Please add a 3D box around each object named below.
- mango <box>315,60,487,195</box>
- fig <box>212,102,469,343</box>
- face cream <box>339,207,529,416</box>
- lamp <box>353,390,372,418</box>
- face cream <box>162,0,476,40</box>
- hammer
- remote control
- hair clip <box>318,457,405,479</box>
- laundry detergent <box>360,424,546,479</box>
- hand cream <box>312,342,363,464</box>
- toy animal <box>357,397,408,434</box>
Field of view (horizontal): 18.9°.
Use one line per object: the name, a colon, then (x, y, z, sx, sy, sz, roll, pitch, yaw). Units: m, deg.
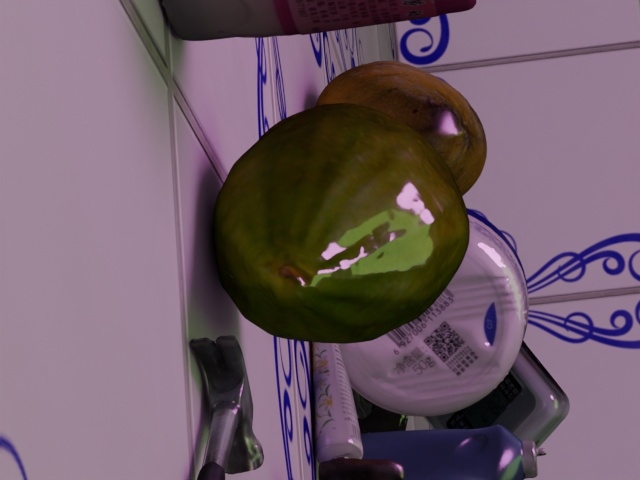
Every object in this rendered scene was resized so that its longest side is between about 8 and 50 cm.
mango: (0.079, -0.105, 2.026, 0.329, 0.177, 0.175, -35, 106, -79)
fig: (0.003, 0.007, 1.290, 0.233, 0.167, 0.167, -56, 145, -45)
face cream: (0.103, 0.068, 1.906, 0.111, 0.206, 0.206, -64, 147, -77)
lamp: (0.064, 0.090, 2.292, 0.269, 0.047, 0.266, 65, 19, -72)
face cream: (-0.006, -0.219, 1.223, 0.175, 0.195, 0.175, -8, 90, -84)
hammer: (-0.064, 0.137, 1.089, 0.246, 0.029, 0.103, -79, 162, -67)
remote control: (0.134, 0.110, 2.031, 0.056, 0.140, 0.296, 9, 37, -53)
hair clip: (0.028, 0.254, 1.581, 0.331, 0.085, 0.101, 86, 1, -74)
laundry detergent: (0.109, 0.216, 1.795, 0.096, 0.206, 0.061, -92, 173, -52)
hand cream: (0.010, 0.139, 1.767, 0.067, 0.042, 0.194, 66, 11, -45)
toy animal: (0.062, 0.196, 2.063, 0.047, 0.065, 0.135, -65, 147, -80)
